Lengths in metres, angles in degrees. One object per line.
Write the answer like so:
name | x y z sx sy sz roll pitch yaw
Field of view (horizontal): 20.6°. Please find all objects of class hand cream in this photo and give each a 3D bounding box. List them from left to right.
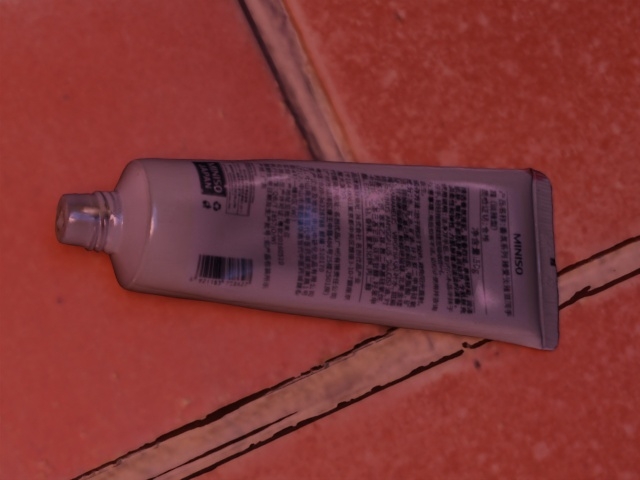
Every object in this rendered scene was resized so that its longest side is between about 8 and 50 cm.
hand cream | 0.000 0.000 1.105 0.340 0.078 0.124 5 73 -24
